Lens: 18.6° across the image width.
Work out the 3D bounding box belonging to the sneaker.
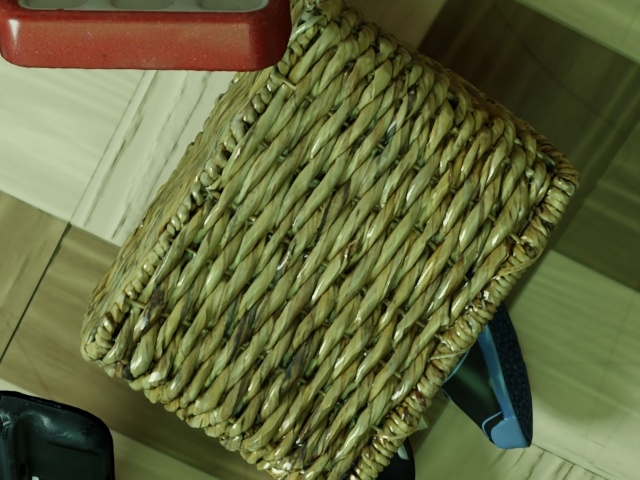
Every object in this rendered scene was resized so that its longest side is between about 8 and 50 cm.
[{"bbox_3d":[0.090,0.066,1.493,0.090,0.081,0.232,-16,111,20],"label":"sneaker"}]

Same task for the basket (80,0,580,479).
[{"bbox_3d":[0.000,0.000,1.367,0.223,0.213,0.299,32,97,-10],"label":"basket"}]

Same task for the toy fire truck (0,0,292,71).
[{"bbox_3d":[-0.160,-0.184,1.268,0.302,0.254,0.169,2,121,6],"label":"toy fire truck"}]

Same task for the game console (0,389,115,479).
[{"bbox_3d":[-0.202,0.246,1.600,0.213,0.044,0.361,7,139,2],"label":"game console"}]

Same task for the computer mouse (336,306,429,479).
[{"bbox_3d":[0.043,0.128,1.500,0.060,0.184,0.262,-33,114,-25],"label":"computer mouse"}]
